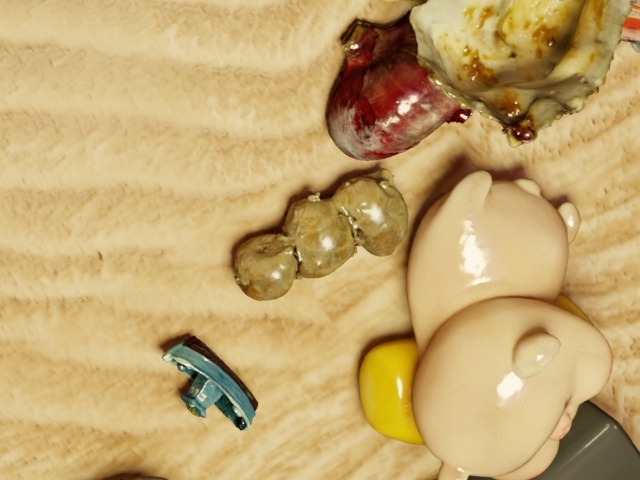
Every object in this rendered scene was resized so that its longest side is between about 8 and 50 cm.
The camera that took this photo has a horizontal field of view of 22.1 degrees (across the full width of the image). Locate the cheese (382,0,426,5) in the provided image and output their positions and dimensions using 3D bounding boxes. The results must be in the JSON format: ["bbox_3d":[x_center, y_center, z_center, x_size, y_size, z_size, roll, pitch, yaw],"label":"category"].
[{"bbox_3d":[0.109,-0.345,1.652,0.226,0.117,0.214,-21,122,-15],"label":"cheese"}]

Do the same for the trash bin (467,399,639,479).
[{"bbox_3d":[0.248,0.333,1.928,0.290,0.182,0.209,-40,116,-6],"label":"trash bin"}]

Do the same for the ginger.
[{"bbox_3d":[0.000,0.000,1.767,0.204,0.080,0.104,-24,121,-11],"label":"ginger"}]

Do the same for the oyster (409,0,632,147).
[{"bbox_3d":[0.236,-0.251,1.651,0.337,0.133,0.198,-44,107,-12],"label":"oyster"}]

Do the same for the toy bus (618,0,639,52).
[{"bbox_3d":[0.329,-0.246,1.785,0.174,0.079,0.077,6,99,-20],"label":"toy bus"}]

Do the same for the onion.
[{"bbox_3d":[0.095,-0.166,1.724,0.206,0.098,0.151,-46,118,3],"label":"onion"}]

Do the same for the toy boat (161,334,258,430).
[{"bbox_3d":[-0.124,0.162,1.798,0.061,0.060,0.137,-49,123,-20],"label":"toy boat"}]

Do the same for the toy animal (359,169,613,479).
[{"bbox_3d":[0.222,0.120,1.792,0.277,0.247,0.345,14,105,-21],"label":"toy animal"}]

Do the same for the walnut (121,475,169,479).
[{"bbox_3d":[-0.215,0.354,1.789,0.230,0.178,0.178,-36,117,9],"label":"walnut"}]
